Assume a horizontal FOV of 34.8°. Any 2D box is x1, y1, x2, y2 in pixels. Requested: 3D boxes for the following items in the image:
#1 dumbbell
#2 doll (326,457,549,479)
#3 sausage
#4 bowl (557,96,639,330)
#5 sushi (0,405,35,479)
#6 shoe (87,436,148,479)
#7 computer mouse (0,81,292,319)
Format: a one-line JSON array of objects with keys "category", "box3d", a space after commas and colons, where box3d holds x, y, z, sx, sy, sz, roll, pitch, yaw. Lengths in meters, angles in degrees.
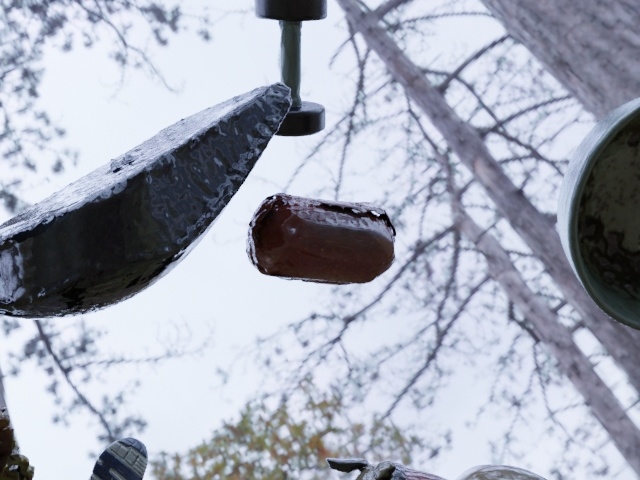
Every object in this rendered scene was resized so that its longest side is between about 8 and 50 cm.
[{"category": "dumbbell", "box3d": [-0.041, -0.242, 1.391, 0.100, 0.100, 0.191, -9, -70, -26]}, {"category": "doll", "box3d": [0.166, 0.358, 1.292, 0.330, 0.235, 0.174, 4, -70, 3]}, {"category": "sausage", "box3d": [0.000, 0.000, 0.858, 0.141, 0.076, 0.076, 3, -52, -32]}, {"category": "bowl", "box3d": [0.392, -0.049, 1.192, 0.289, 0.146, 0.289, -4, -71, -12]}, {"category": "sushi", "box3d": [-0.417, 0.226, 1.012, 0.296, 0.167, 0.179, -40, -12, 18]}, {"category": "shoe", "box3d": [-0.254, 0.301, 1.242, 0.143, 0.064, 0.071, -56, -8, 9]}, {"category": "computer mouse", "box3d": [-0.131, -0.023, 0.764, 0.295, 0.168, 0.087, -42, -69, -43]}]
